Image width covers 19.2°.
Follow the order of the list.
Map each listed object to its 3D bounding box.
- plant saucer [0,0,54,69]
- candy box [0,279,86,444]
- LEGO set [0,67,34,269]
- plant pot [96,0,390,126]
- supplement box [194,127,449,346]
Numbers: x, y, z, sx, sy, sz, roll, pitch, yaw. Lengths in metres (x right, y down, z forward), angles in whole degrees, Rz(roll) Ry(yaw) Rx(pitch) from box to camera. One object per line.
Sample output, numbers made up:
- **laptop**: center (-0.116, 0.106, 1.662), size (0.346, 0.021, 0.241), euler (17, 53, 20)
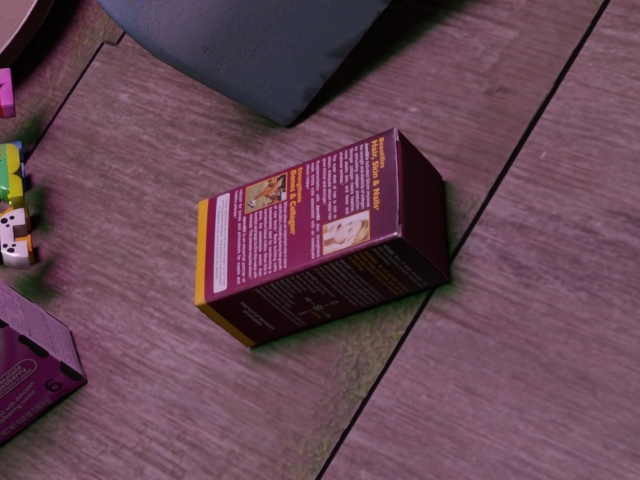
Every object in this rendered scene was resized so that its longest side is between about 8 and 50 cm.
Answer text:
- **plant saucer**: center (-0.360, -0.262, 1.921), size (0.310, 0.050, 0.310), euler (-20, 55, 31)
- **candy box**: center (-0.328, 0.090, 1.558), size (0.159, 0.233, 0.071), euler (-37, 46, 11)
- **LEGO set**: center (-0.316, -0.041, 1.723), size (0.093, 0.087, 0.227), euler (-8, 51, -6)
- **plant pot**: center (-0.089, -0.290, 1.574), size (0.247, 0.252, 0.248), euler (-49, 42, 28)
- **supplement box**: center (0.000, 0.000, 1.486), size (0.188, 0.081, 0.104), euler (-19, 52, 25)
